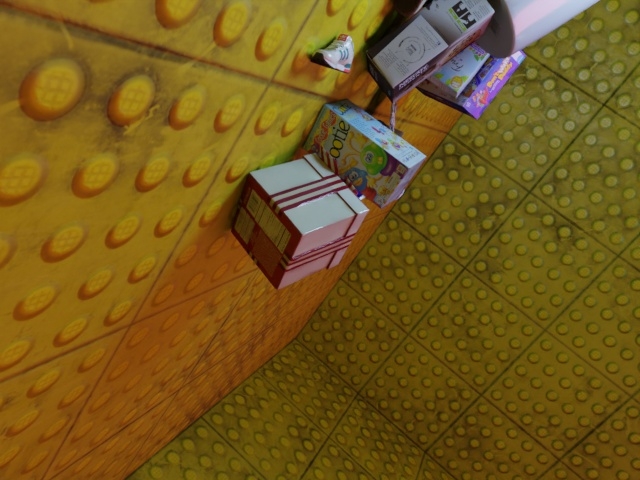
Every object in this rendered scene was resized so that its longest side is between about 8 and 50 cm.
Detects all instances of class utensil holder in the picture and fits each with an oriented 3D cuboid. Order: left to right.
[{"bbox_3d":[0.568,-0.709,1.285,0.385,0.328,0.327,-32,170,5],"label":"utensil holder"}]

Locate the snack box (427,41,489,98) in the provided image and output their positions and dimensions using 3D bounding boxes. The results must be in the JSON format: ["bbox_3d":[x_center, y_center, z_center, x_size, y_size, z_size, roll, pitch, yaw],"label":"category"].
[{"bbox_3d":[0.384,-0.564,1.524,0.174,0.207,0.070,-51,168,4],"label":"snack box"}]

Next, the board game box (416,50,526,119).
[{"bbox_3d":[0.476,-0.564,1.669,0.233,0.078,0.347,-54,-148,12],"label":"board game box"}]

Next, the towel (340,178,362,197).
[{"bbox_3d":[-0.011,-0.093,1.558,0.308,0.076,0.227,-32,-179,32],"label":"towel"}]

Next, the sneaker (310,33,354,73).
[{"bbox_3d":[0.030,-0.405,1.068,0.161,0.057,0.075,-24,134,-64],"label":"sneaker"}]

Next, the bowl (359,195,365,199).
[{"bbox_3d":[0.089,-0.196,1.794,0.170,0.170,0.080,-41,124,-42],"label":"bowl"}]

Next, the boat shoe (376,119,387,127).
[{"bbox_3d":[0.142,-0.319,1.679,0.089,0.109,0.258,-33,176,-39],"label":"boat shoe"}]

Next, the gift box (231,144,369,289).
[{"bbox_3d":[-0.055,-0.075,1.287,0.258,0.276,0.255,-21,156,-38],"label":"gift box"}]

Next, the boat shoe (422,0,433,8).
[{"bbox_3d":[0.294,-0.661,1.238,0.070,0.078,0.219,-10,160,-21],"label":"boat shoe"}]

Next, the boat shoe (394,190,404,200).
[{"bbox_3d":[0.262,-0.257,2.198,0.113,0.105,0.306,-45,-158,8],"label":"boat shoe"}]

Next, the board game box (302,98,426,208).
[{"bbox_3d":[0.116,-0.236,1.342,0.144,0.275,0.142,-35,161,-55],"label":"board game box"}]

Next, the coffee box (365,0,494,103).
[{"bbox_3d":[0.270,-0.501,1.279,0.297,0.119,0.168,-36,178,7],"label":"coffee box"}]

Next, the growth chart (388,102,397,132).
[{"bbox_3d":[0.238,-0.435,1.600,0.172,0.021,0.237,-25,124,-77],"label":"growth chart"}]

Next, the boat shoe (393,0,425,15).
[{"bbox_3d":[0.262,-0.636,1.133,0.257,0.095,0.095,-45,178,42],"label":"boat shoe"}]

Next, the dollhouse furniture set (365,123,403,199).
[{"bbox_3d":[0.199,-0.301,1.948,0.259,0.135,0.262,-60,171,-13],"label":"dollhouse furniture set"}]
